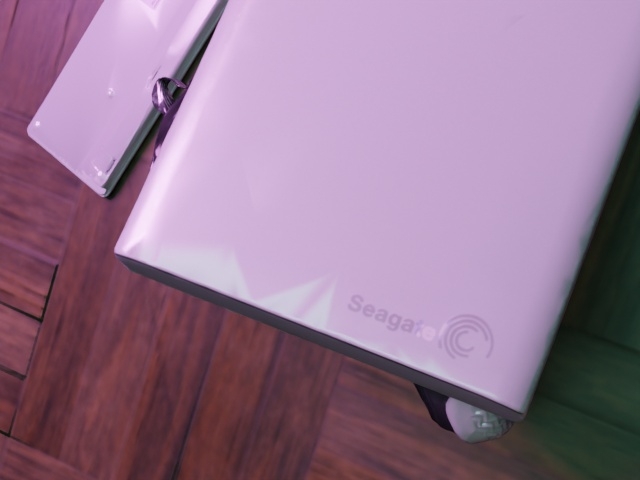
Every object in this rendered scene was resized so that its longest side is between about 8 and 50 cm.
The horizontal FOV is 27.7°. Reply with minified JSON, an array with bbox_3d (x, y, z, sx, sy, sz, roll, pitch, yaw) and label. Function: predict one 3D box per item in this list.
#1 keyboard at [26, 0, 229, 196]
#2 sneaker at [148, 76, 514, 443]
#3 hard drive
[{"bbox_3d":[-0.090,-0.148,0.776,0.072,0.014,0.256,40,106,21],"label":"keyboard"},{"bbox_3d":[0.000,0.000,0.702,0.153,0.101,0.269,-28,77,21],"label":"sneaker"},{"bbox_3d":[0.056,-0.093,0.628,0.203,0.040,0.308,21,77,10],"label":"hard drive"}]
